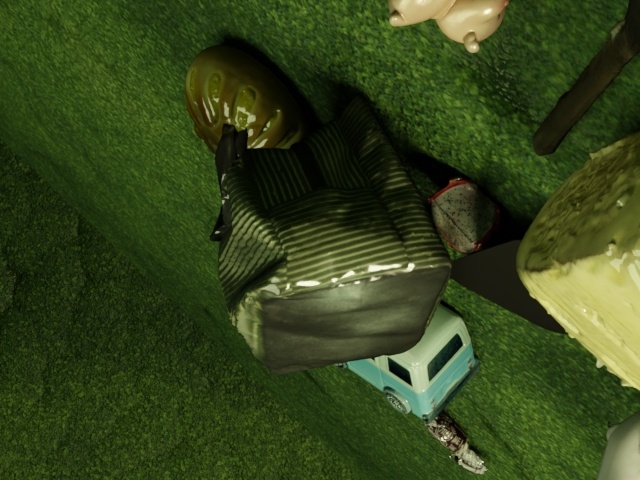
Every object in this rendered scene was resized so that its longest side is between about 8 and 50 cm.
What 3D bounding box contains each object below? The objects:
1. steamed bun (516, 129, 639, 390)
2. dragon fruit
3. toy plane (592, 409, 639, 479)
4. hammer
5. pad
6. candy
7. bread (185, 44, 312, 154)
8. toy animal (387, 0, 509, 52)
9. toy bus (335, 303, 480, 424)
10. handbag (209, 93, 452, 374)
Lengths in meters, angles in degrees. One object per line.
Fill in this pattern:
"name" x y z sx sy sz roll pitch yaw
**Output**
"steamed bun" 0.284 0.026 0.855 0.232 0.166 0.273 40 170 -3
"dragon fruit" 0.159 -0.024 1.225 0.083 0.056 0.060 44 162 17
"toy plane" 0.348 0.294 1.247 0.118 0.252 0.252 19 157 14
"hammer" 0.208 -0.120 0.868 0.297 0.027 0.125 112 149 -79
"pad" 0.239 0.055 1.210 0.181 0.004 0.267 27 167 -10
"candy" 0.212 0.325 1.973 0.226 0.051 0.094 51 173 -14
"bread" -0.098 -0.153 1.458 0.213 0.105 0.213 37 161 15
"toy animal" 0.112 -0.187 0.859 0.091 0.114 0.082 -32 92 42
"toy bus" 0.083 0.120 1.633 0.271 0.133 0.165 31 154 32
"handbag" 0.000 0.000 1.303 0.341 0.247 0.240 94 162 -68
